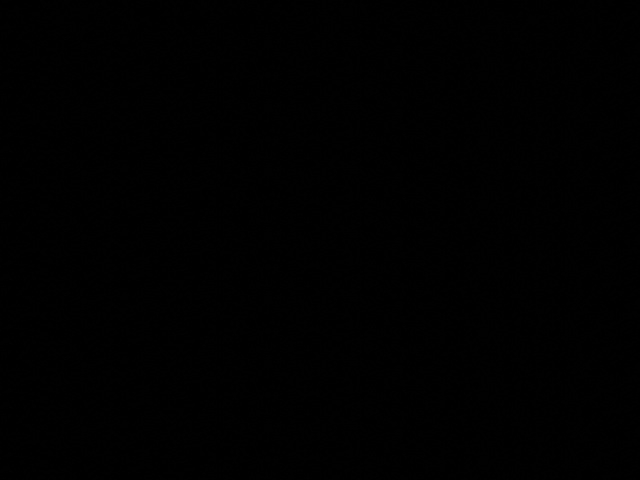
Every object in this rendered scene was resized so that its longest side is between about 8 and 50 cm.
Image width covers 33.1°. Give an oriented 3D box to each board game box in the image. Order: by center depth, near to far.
[{"bbox_3d":[0.000,0.000,0.173,0.356,0.356,0.356,26,-97,-26],"label":"board game box"}]
